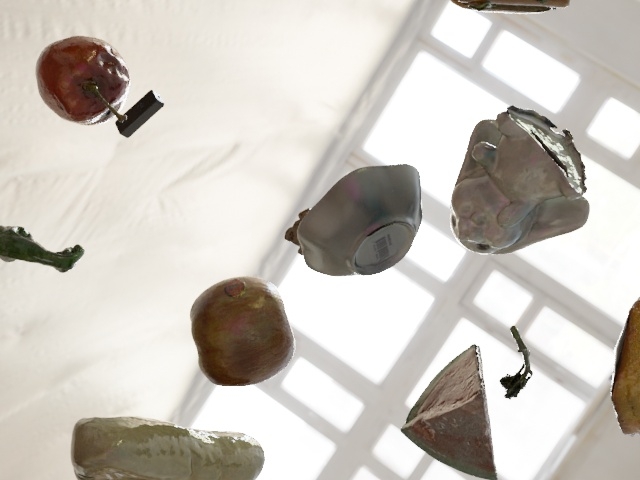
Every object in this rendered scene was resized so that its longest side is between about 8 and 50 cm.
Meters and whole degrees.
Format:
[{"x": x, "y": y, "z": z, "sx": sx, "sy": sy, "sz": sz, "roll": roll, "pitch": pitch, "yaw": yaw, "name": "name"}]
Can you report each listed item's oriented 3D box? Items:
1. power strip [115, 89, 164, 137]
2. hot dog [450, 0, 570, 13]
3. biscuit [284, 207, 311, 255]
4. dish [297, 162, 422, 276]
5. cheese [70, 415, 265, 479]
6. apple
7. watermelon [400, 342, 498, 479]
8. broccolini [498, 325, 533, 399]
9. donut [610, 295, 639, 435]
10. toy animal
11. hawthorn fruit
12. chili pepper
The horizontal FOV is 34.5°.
[{"x": -0.362, "y": -0.254, "z": 2.059, "sx": 0.111, "sy": 0.038, "sz": 0.029, "roll": -39, "pitch": -31, "yaw": 16, "name": "power strip"}, {"x": 0.341, "y": -0.443, "z": 1.837, "sx": 0.249, "sy": 0.068, "sz": 0.100, "roll": -6, "pitch": -25, "yaw": -27, "name": "hot dog"}, {"x": 0.000, "y": 0.000, "z": 1.910, "sx": 0.119, "sy": 0.130, "sz": 0.019, "roll": -24, "pitch": 8, "yaw": 21, "name": "biscuit"}, {"x": 0.066, "y": -0.009, "z": 1.302, "sx": 0.191, "sy": 0.066, "sz": 0.190, "roll": -21, "pitch": -38, "yaw": -18, "name": "dish"}, {"x": -0.288, "y": 0.392, "z": 1.878, "sx": 0.328, "sy": 0.351, "sz": 0.129, "roll": 78, "pitch": -171, "yaw": -67, "name": "cheese"}, {"x": -0.147, "y": 0.172, "z": 1.933, "sx": 0.188, "sy": 0.211, "sz": 0.211, "roll": -15, "pitch": -20, "yaw": -6, "name": "apple"}, {"x": 0.252, "y": 0.268, "z": 1.666, "sx": 0.202, "sy": 0.136, "sz": 0.207, "roll": -13, "pitch": 52, "yaw": 63, "name": "watermelon"}, {"x": 0.335, "y": 0.203, "z": 1.738, "sx": 0.194, "sy": 0.052, "sz": 0.054, "roll": 86, "pitch": 176, "yaw": -45, "name": "broccolini"}, {"x": 0.571, "y": 0.219, "z": 1.767, "sx": 0.253, "sy": 0.118, "sz": 0.253, "roll": -24, "pitch": -60, "yaw": -49, "name": "donut"}, {"x": 0.345, "y": -0.107, "z": 1.865, "sx": 0.289, "sy": 0.249, "sz": 0.174, "roll": -22, "pitch": -1, "yaw": 36, "name": "toy animal"}, {"x": -0.380, "y": -0.248, "z": 1.681, "sx": 0.165, "sy": 0.165, "sz": 0.285, "roll": -58, "pitch": 25, "yaw": 8, "name": "hawthorn fruit"}, {"x": -0.577, "y": 0.018, "z": 2.053, "sx": 0.100, "sy": 0.257, "sz": 0.074, "roll": -16, "pitch": -62, "yaw": -56, "name": "chili pepper"}]
